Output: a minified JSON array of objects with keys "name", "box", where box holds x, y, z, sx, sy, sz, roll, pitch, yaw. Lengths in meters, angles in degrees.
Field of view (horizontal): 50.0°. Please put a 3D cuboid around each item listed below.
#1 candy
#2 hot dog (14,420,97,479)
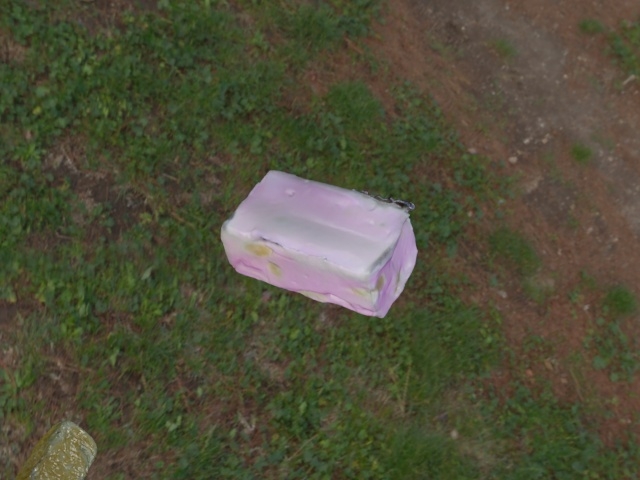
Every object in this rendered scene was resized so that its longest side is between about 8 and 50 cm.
[{"name":"candy","box":[0.000,0.000,1.026,0.265,0.115,0.155,17,54,25]},{"name":"hot dog","box":[-0.396,0.354,0.984,0.084,0.073,0.242,51,10,-16]}]
